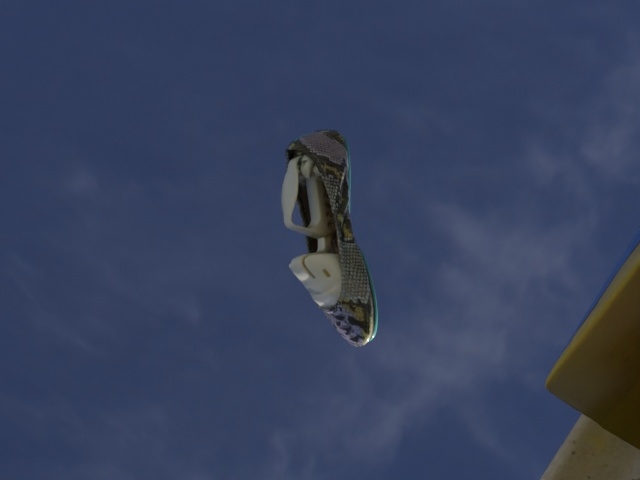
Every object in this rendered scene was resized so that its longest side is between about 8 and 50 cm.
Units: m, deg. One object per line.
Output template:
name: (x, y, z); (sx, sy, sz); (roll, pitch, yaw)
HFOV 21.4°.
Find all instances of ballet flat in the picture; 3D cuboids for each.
ballet flat: (0.000, 0.000, 0.872); (0.041, 0.041, 0.114); (-9, -96, -4)

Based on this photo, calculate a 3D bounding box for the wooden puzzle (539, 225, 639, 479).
wooden puzzle: (0.080, 0.058, 0.383); (0.080, 0.348, 0.322); (33, -95, 1)
